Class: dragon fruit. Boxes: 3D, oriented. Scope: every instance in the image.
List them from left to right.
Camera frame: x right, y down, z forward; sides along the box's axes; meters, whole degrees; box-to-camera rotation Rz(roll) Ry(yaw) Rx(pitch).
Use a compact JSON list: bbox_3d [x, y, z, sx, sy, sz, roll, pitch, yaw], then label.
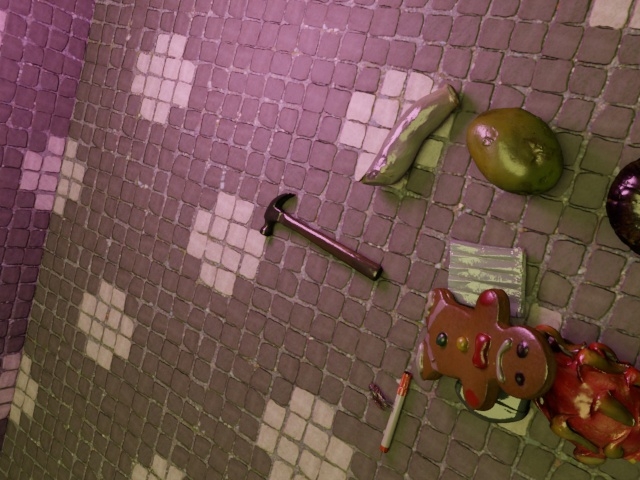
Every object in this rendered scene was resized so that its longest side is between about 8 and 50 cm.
[{"bbox_3d":[0.572,0.326,1.168,0.227,0.243,0.307,117,146,-60],"label":"dragon fruit"}]

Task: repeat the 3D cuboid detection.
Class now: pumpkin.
[{"bbox_3d":[0.726,-0.075,1.137,0.238,0.159,0.238,-2,85,27],"label":"pumpkin"}]

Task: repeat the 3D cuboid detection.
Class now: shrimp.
[{"bbox_3d":[0.164,0.447,1.534,0.092,0.029,0.038,51,132,40],"label":"shrimp"}]

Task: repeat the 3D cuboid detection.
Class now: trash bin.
[{"bbox_3d":[0.442,0.327,1.334,0.176,0.101,0.236,21,97,32],"label":"trash bin"}]

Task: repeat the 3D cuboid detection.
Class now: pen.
[{"bbox_3d":[0.210,0.478,1.510,0.028,0.028,0.239,20,99,30],"label":"pen"}]

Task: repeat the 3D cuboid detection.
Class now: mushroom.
[{"bbox_3d":[0.239,-0.278,1.478,0.109,0.097,0.351,46,108,23],"label":"mushroom"}]

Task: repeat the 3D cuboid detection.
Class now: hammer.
[{"bbox_3d":[0.000,0.000,1.645,0.440,0.044,0.168,32,106,28],"label":"hammer"}]

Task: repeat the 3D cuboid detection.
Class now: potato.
[{"bbox_3d":[0.466,-0.218,1.306,0.253,0.148,0.186,42,111,25],"label":"potato"}]

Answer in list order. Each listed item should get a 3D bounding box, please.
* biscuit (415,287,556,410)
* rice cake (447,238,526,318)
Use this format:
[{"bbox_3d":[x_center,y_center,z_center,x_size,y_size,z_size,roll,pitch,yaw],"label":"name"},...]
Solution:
[{"bbox_3d":[0.355,0.244,1.254,0.432,0.064,0.283,-168,86,-67],"label":"biscuit"},{"bbox_3d":[0.423,0.094,1.385,0.198,0.037,0.189,2,90,32],"label":"rice cake"}]
